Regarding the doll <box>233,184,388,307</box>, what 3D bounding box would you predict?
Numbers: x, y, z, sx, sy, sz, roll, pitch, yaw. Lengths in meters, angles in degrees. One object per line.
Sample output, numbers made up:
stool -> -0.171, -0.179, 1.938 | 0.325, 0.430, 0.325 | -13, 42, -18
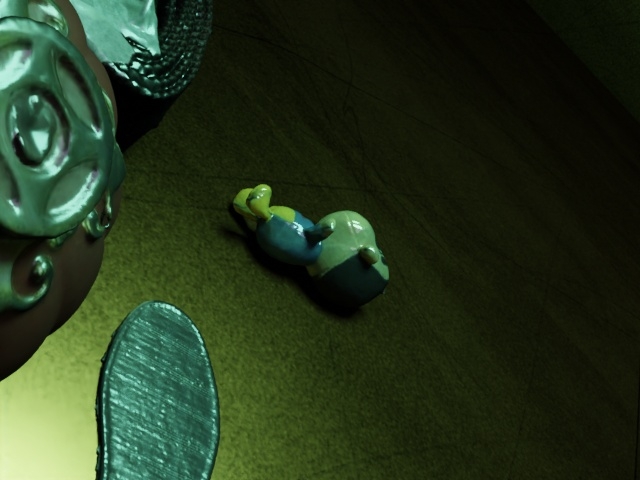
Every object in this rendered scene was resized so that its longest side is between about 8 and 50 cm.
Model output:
doll -> 0.000, 0.000, 0.917 | 0.179, 0.102, 0.089 | 40, 75, -16

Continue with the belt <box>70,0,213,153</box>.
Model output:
belt -> -0.194, -0.210, 0.854 | 0.184, 0.164, 0.289 | 32, 37, -29

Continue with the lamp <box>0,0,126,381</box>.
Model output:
lamp -> -0.249, -0.050, 0.511 | 0.303, 0.256, 0.303 | 5, 85, -63

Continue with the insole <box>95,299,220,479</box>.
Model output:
insole -> -0.123, 0.161, 0.658 | 0.110, 0.012, 0.310 | 33, 34, -22
